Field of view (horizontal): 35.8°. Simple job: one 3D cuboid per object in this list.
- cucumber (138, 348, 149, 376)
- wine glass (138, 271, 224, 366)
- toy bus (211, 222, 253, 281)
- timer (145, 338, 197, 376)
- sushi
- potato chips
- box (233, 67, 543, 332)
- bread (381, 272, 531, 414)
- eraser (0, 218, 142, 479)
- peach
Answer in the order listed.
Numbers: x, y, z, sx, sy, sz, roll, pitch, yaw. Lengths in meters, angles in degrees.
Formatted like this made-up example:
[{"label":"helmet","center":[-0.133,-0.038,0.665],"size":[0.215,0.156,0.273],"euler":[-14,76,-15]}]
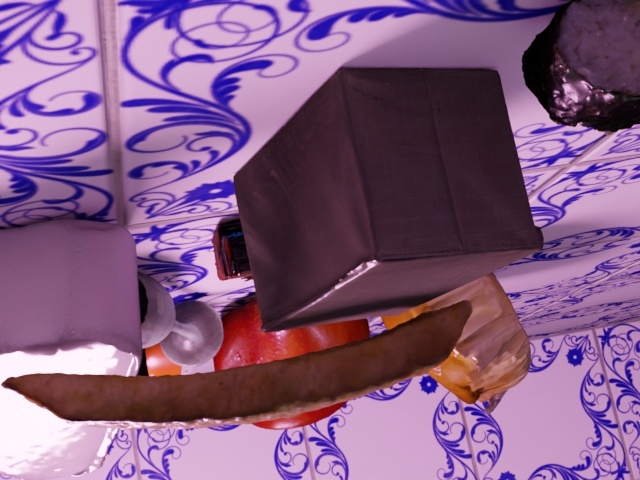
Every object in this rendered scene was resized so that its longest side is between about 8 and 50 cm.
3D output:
[{"label":"cucumber","center":[-0.320,0.153,1.357],"size":[0.191,0.130,0.191],"euler":[-9,174,-1]},{"label":"wine glass","center":[-0.131,0.076,1.266],"size":[0.264,0.096,0.309],"euler":[-19,166,5]},{"label":"toy bus","center":[0.000,0.000,1.086],"size":[0.235,0.073,0.096],"euler":[-7,176,-15]},{"label":"timer","center":[-0.247,0.163,1.489],"size":[0.136,0.099,0.136],"euler":[-16,157,-7]},{"label":"sushi","center":[0.218,-0.126,0.675],"size":[0.150,0.090,0.078],"euler":[-11,171,-10]},{"label":"potato chips","center":[-0.064,0.122,0.863],"size":[0.407,0.080,0.057],"euler":[-8,177,-6]},{"label":"box","center":[0.046,-0.026,0.816],"size":[0.155,0.149,0.231],"euler":[-5,166,-25]},{"label":"bread","center":[0.211,0.141,1.562],"size":[0.183,0.236,0.388],"euler":[-29,158,2]},{"label":"eraser","center":[-0.311,0.130,1.002],"size":[0.331,0.150,0.331],"euler":[-7,146,-5]},{"label":"peach","center":[-0.040,0.196,1.586],"size":[0.258,0.201,0.361],"euler":[-10,167,-1]}]
